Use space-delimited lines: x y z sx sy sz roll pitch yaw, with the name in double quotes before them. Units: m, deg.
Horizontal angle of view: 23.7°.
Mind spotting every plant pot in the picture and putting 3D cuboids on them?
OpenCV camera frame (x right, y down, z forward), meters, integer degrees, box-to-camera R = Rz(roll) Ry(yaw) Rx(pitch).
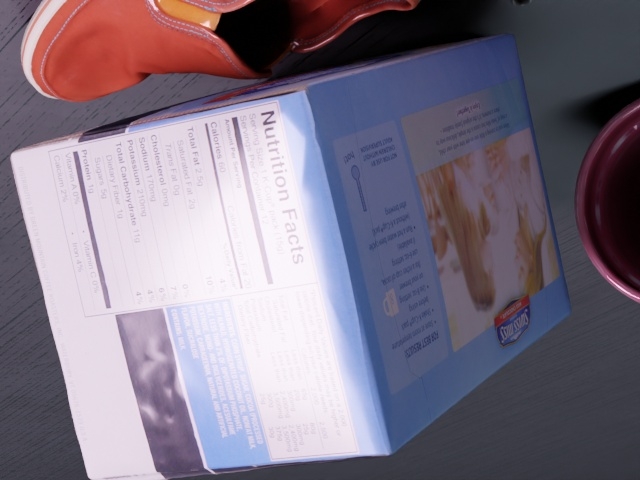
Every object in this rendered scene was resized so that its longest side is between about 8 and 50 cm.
"plant pot" 0.345 -0.033 1.374 0.201 0.201 0.180 -15 173 20

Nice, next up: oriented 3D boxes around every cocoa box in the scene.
"cocoa box" 0.000 0.000 1.057 0.228 0.232 0.347 -10 -173 29

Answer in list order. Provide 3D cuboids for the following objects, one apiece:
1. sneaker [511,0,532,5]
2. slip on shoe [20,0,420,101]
"sneaker" 0.144 -0.196 1.074 0.031 0.035 0.083 -10 159 5
"slip on shoe" -0.072 -0.154 1.025 0.331 0.101 0.123 -17 159 28
